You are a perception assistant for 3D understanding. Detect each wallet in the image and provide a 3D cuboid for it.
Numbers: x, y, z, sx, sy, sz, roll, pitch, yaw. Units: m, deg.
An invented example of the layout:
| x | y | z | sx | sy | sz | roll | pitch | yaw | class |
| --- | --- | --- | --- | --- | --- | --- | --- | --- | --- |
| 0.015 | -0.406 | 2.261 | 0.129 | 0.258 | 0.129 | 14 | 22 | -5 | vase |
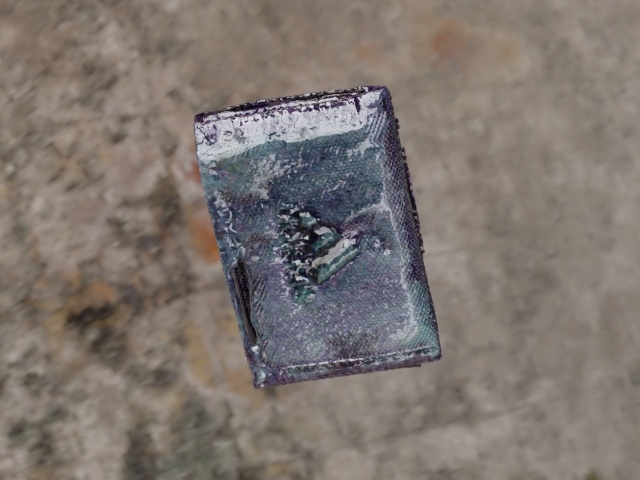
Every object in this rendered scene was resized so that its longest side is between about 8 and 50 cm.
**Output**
| x | y | z | sx | sy | sz | roll | pitch | yaw | class |
| --- | --- | --- | --- | --- | --- | --- | --- | --- | --- |
| 0.000 | -0.001 | 1.061 | 0.030 | 0.111 | 0.166 | -82 | 162 | -66 | wallet |
